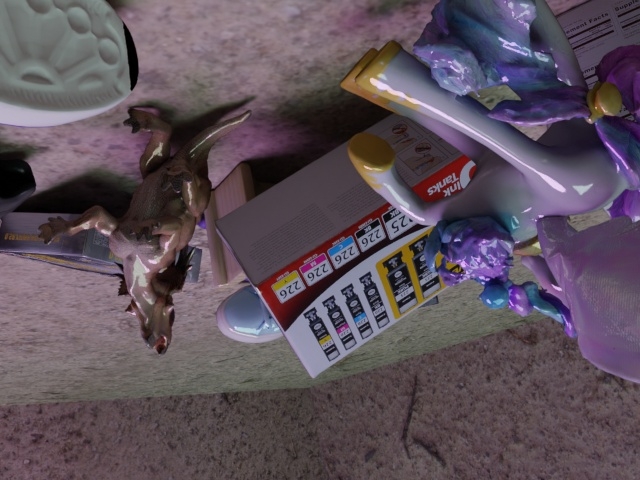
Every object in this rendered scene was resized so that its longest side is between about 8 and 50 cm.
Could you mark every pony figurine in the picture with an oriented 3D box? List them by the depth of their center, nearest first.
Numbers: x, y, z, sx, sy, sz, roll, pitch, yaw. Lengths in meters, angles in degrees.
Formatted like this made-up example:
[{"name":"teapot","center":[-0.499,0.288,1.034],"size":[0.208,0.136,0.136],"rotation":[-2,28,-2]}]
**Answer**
[{"name":"pony figurine","center":[0.203,-0.054,0.523],"size":[0.363,0.302,0.351],"rotation":[41,155,-10]}]

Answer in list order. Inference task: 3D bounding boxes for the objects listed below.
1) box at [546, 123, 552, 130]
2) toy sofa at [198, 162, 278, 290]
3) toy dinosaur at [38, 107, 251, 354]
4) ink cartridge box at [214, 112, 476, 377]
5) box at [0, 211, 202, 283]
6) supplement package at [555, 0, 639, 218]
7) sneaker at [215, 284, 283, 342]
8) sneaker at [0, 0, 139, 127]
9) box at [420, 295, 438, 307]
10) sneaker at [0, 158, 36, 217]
[{"name":"box","center":[0.382,-0.135,0.929],"size":[0.101,0.087,0.102],"rotation":[-16,161,14]},{"name":"toy sofa","center":[0.000,0.000,1.013],"size":[0.363,0.150,0.177],"rotation":[3,156,-35]},{"name":"toy dinosaur","center":[-0.181,-0.029,0.775],"size":[0.127,0.295,0.200],"rotation":[30,174,20]},{"name":"ink cartridge box","center":[0.072,0.015,0.826],"size":[0.310,0.130,0.271],"rotation":[-33,137,-7]},{"name":"box","center":[-0.311,0.014,0.935],"size":[0.183,0.056,0.231],"rotation":[3,170,27]},{"name":"supplement package","center":[0.356,-0.142,0.716],"size":[0.149,0.203,0.194],"rotation":[-20,159,27]},{"name":"sneaker","center":[-0.036,0.113,1.384],"size":[0.366,0.135,0.150],"rotation":[-11,156,-28]},{"name":"sneaker","center":[-0.338,-0.140,0.503],"size":[0.236,0.130,0.323],"rotation":[-3,-176,41]},{"name":"box","center":[0.130,0.062,1.270],"size":[0.156,0.093,0.158],"rotation":[-15,133,14]},{"name":"sneaker","center":[-0.412,-0.076,0.656],"size":[0.130,0.109,0.286],"rotation":[-24,170,14]}]
